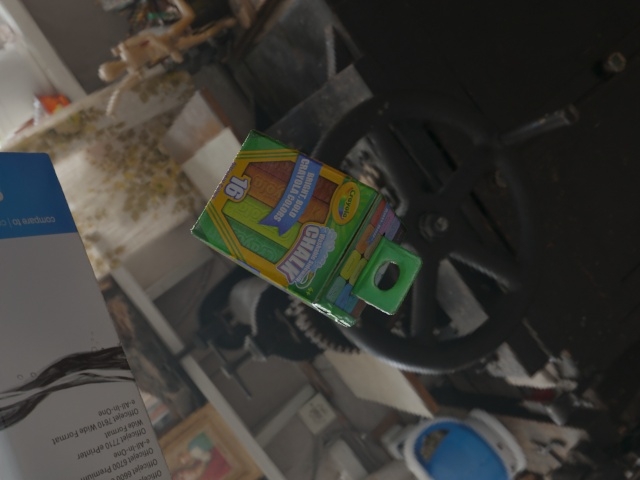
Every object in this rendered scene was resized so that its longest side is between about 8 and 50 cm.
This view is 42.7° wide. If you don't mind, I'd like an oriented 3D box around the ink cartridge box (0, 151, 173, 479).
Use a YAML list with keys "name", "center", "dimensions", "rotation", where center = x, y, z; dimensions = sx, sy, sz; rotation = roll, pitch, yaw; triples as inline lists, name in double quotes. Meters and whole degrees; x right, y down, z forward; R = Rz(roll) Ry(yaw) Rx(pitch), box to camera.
- name: "ink cartridge box"
  center: [-0.261, 0.120, 0.601]
  dimensions: [0.223, 0.129, 0.308]
  rotation: [-28, 81, 28]

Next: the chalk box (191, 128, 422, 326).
- name: "chalk box"
  center: [0.000, 0.000, 0.862]
  dimensions: [0.213, 0.132, 0.132]
  rotation: [27, 174, 24]
